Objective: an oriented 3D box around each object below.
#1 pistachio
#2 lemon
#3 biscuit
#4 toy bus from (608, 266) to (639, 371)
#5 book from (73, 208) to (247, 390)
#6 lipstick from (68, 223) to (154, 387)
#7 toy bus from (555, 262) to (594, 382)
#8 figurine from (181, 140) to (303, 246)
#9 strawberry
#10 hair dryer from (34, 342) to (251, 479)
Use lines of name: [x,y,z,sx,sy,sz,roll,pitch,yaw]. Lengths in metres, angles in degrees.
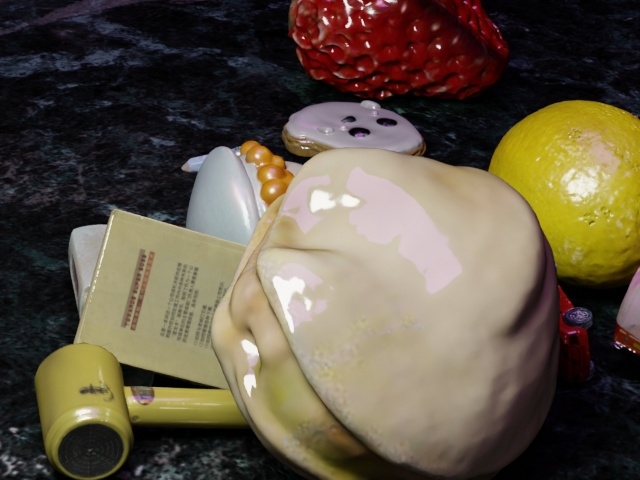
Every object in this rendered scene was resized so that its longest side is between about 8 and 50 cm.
pistachio: [0.079,0.079,1.630,0.445,0.281,0.365,-25,77,-51]
lemon: [0.329,-0.057,2.021,0.263,0.236,0.236,23,32,28]
biscuit: [0.055,-0.159,2.394,0.208,0.049,0.181,17,30,28]
toy bus: [0.470,0.060,1.891,0.127,0.147,0.303,32,41,31]
book: [-0.132,0.073,1.733,0.231,0.161,0.026,16,-11,-12]
lipstick: [-0.235,0.077,1.844,0.077,0.079,0.253,-3,32,-14]
toy bus: [0.250,0.094,1.879,0.089,0.081,0.195,-11,29,-8]
figurine: [0.017,0.015,1.925,0.382,0.205,0.224,14,19,-26]
strawberry: [0.129,-0.336,2.571,0.345,0.295,0.317,35,5,-11]
hair dryer: [-0.147,0.177,1.660,0.279,0.090,0.135,3,25,-16]
